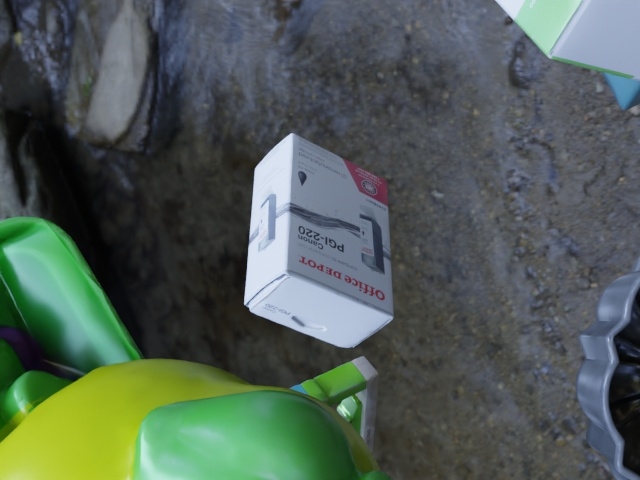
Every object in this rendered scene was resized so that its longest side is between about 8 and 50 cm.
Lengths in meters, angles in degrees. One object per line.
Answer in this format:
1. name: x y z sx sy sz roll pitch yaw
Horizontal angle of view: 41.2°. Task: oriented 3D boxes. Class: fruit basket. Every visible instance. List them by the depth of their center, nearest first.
1. fruit basket: -0.133 0.178 0.426 0.392 0.283 0.392 43 152 30

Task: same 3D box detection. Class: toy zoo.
1. toy zoo: -0.078 0.234 0.791 0.030 0.293 0.192 47 149 39

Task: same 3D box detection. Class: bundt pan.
1. bundt pan: 0.412 0.147 0.901 0.124 0.330 0.331 172 85 -76

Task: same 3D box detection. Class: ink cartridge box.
1. ink cartridge box: 0.251 -0.276 0.818 0.115 0.198 0.273 -62 38 35
2. ink cartridge box: 0.000 0.000 1.029 0.092 0.158 0.218 -39 38 42

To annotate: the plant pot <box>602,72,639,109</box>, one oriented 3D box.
1. plant pot: 0.448 -0.303 1.088 0.165 0.234 0.165 -25 80 5
